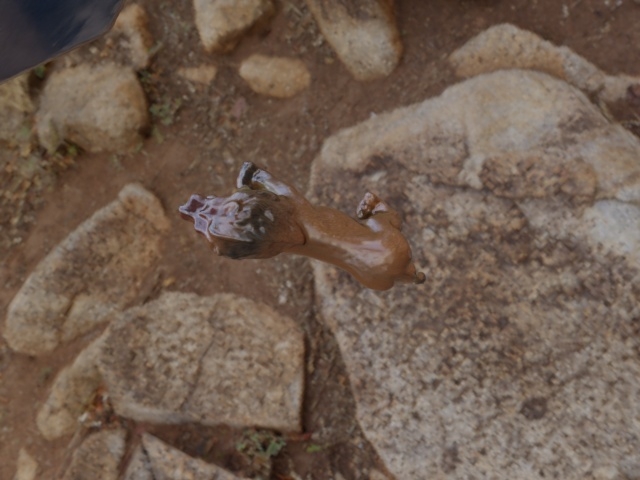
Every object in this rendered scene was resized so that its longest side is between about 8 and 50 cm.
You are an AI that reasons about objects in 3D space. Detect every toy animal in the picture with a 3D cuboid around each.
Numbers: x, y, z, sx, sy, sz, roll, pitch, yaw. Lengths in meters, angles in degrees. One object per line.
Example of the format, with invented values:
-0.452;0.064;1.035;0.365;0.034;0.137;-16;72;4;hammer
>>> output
0.000;0.000;0.898;0.157;0.313;0.097;-103;32;-66;toy animal

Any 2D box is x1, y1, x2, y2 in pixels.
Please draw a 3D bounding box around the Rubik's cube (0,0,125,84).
-0.264;-0.242;0.390;0.316;0.318;0.313;-43;4;-37;Rubik's cube
